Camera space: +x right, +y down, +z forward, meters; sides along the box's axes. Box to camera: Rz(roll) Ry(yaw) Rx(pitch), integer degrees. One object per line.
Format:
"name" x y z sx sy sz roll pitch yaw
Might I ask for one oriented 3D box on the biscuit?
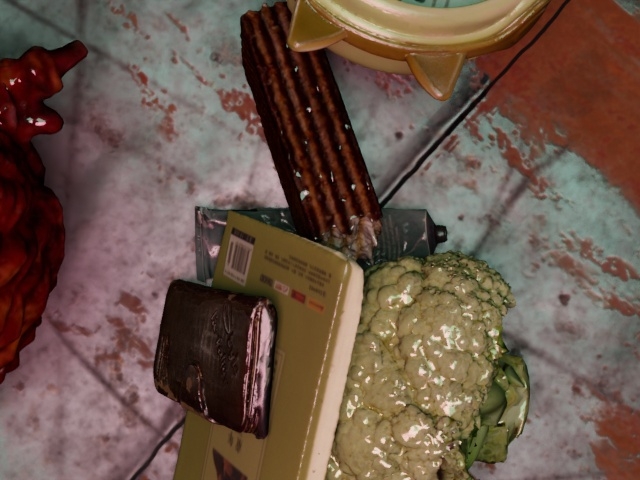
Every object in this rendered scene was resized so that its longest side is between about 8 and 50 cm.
"biscuit" -0.009 -0.094 1.240 0.070 0.106 0.252 -17 74 -7

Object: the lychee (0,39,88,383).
"lychee" -0.411 -0.028 1.114 0.500 0.424 0.424 -38 89 3

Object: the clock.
"clock" 0.081 -0.284 1.211 0.286 0.117 0.348 19 66 -3

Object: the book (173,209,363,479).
"book" -0.061 0.160 1.193 0.035 0.239 0.352 7 99 -31

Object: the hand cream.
"hand cream" 0.000 0.000 1.294 0.248 0.052 0.075 -2 88 0

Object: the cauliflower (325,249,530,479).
"cauliflower" 0.097 0.162 1.225 0.250 0.275 0.272 4 69 -33

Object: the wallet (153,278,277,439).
"wallet" -0.102 0.102 1.211 0.031 0.232 0.121 7 90 -28
